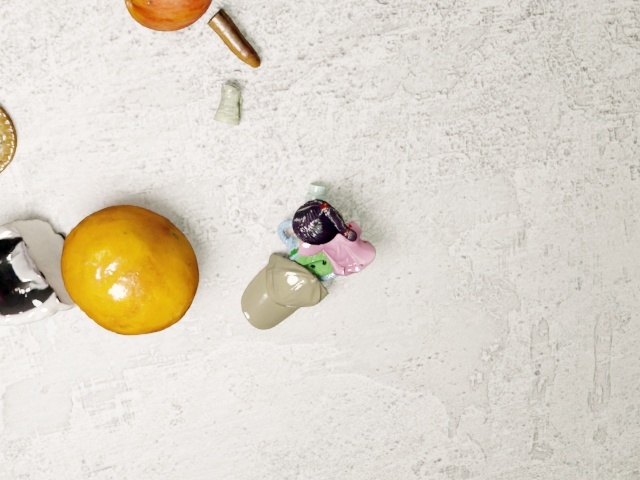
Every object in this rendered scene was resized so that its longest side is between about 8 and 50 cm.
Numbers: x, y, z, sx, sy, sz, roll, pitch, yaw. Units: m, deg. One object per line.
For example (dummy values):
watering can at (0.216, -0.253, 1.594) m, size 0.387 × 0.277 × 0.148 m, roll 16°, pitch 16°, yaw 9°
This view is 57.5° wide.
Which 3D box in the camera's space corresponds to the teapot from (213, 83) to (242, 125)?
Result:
teapot at (-0.195, -0.293, 1.260) m, size 0.067 × 0.057 × 0.083 m, roll -5°, pitch 107°, yaw -52°

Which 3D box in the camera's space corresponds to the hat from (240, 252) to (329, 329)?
hat at (-0.089, 0.143, 1.378) m, size 0.166 × 0.144 × 0.173 m, roll 38°, pitch 77°, yaw -23°

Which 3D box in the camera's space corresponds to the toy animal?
toy animal at (-0.598, 0.074, 1.189) m, size 0.156 × 0.204 × 0.208 m, roll -29°, pitch 92°, yaw 10°

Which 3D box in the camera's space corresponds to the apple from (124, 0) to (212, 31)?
apple at (-0.296, -0.496, 1.093) m, size 0.164 × 0.209 × 0.209 m, roll -31°, pitch 111°, yaw -18°

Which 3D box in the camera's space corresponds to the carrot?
carrot at (-0.178, -0.417, 1.229) m, size 0.048 × 0.048 × 0.139 m, roll -42°, pitch 112°, yaw 0°

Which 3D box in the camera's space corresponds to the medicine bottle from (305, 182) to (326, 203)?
medicine bottle at (-0.012, -0.090, 1.365) m, size 0.047 × 0.047 × 0.083 m, roll 6°, pitch 105°, yaw -16°

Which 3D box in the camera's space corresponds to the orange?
orange at (-0.379, 0.058, 1.190) m, size 0.226 × 0.284 × 0.284 m, roll -42°, pitch 111°, yaw 11°

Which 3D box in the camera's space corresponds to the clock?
clock at (0.000, 0.000, 1.329) m, size 0.194 × 0.100 × 0.195 m, roll -18°, pitch 129°, yaw 39°

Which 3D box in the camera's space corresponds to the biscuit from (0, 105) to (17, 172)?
biscuit at (-0.709, -0.208, 1.164) m, size 0.188 × 0.027 × 0.187 m, roll -4°, pitch 108°, yaw -12°
